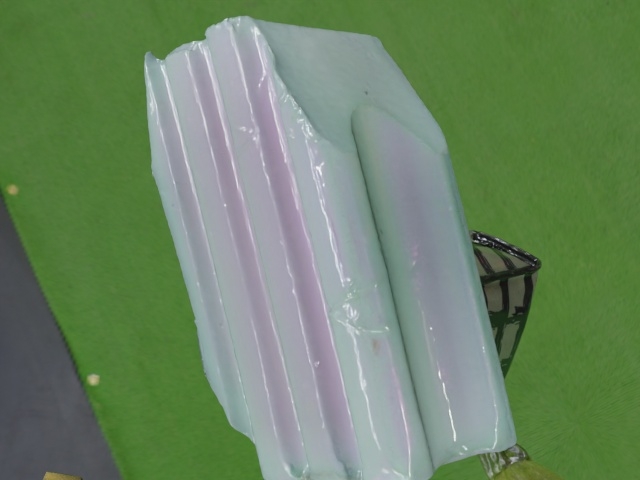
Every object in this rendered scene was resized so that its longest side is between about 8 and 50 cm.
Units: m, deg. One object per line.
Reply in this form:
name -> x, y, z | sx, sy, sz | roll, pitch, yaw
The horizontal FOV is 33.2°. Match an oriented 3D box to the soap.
soap -> 0.000, 0.000, 0.538 | 0.145, 0.091, 0.230 | -14, 88, 52

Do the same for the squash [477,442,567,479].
squash -> 0.233, 0.281, 0.917 | 0.094, 0.094, 0.341 | -49, 50, 1

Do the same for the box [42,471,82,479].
box -> -0.437, 0.516, 1.731 | 0.071, 0.159, 0.240 | 8, 116, -3

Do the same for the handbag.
handbag -> 0.146, 0.157, 1.511 | 0.163, 0.327, 0.325 | 26, 106, 32
